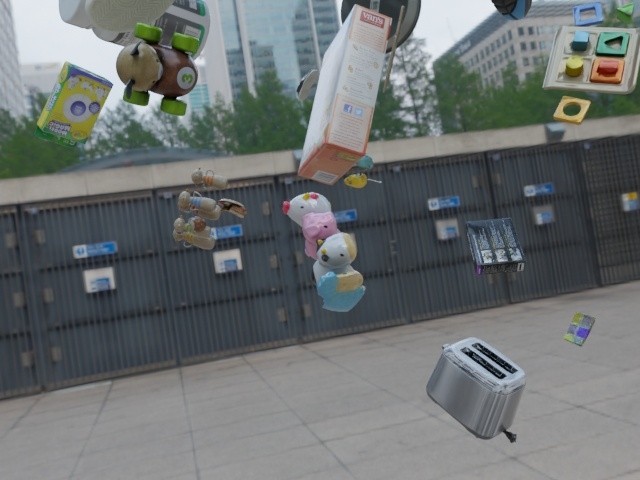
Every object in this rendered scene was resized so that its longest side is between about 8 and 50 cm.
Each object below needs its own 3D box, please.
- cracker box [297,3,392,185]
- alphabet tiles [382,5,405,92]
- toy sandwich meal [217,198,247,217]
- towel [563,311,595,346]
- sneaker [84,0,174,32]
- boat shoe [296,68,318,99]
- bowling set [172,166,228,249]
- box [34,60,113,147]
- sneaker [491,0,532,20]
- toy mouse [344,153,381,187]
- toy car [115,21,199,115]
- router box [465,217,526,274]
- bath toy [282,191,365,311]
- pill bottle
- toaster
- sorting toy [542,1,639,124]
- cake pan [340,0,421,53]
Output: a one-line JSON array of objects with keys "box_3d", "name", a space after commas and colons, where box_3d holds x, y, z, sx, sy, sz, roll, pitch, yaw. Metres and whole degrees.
[{"box_3d": [0.036, -0.220, 0.934, 0.067, 0.232, 0.155, 15, -14, -14], "name": "cracker box"}, {"box_3d": [0.217, -0.568, 1.768, 0.009, 0.237, 0.198, 13, 23, 5], "name": "alphabet tiles"}, {"box_3d": [-0.244, -0.088, 1.656, 0.085, 0.029, 0.085, 14, -14, 3], "name": "toy sandwich meal"}, {"box_3d": [0.656, 0.223, 1.518, 0.009, 0.083, 0.060, 29, -2, -30], "name": "towel"}, {"box_3d": [-0.364, -0.593, 1.293, 0.350, 0.148, 0.131, -34, -34, 5], "name": "sneaker"}, {"box_3d": [-0.045, -0.517, 1.959, 0.046, 0.038, 0.125, -10, -29, -30], "name": "boat shoe"}, {"box_3d": [-0.428, -0.098, 2.000, 0.154, 0.287, 0.200, 15, 10, 5], "name": "bowling set"}, {"box_3d": [-0.544, -0.289, 1.316, 0.043, 0.179, 0.105, 41, 16, 35], "name": "box"}, {"box_3d": [0.490, -0.742, 1.524, 0.139, 0.341, 0.125, -28, 19, -28], "name": "sneaker"}, {"box_3d": [0.083, -0.195, 1.598, 0.161, 0.031, 0.143, -4, -45, 3], "name": "toy mouse"}, {"box_3d": [-0.318, -0.320, 1.120, 0.149, 0.155, 0.188, 14, 15, -3], "name": "toy car"}, {"box_3d": [0.495, 0.014, 1.706, 0.133, 0.179, 0.046, -4, -45, 4], "name": "router box"}, {"box_3d": [0.000, 0.000, 1.395, 0.129, 0.348, 0.151, 16, -58, -31], "name": "bath toy"}, {"box_3d": [-0.504, -0.628, 1.643, 0.361, 0.204, 0.204, 6, -11, -43], "name": "pill bottle"}, {"box_3d": [0.342, 0.316, 1.291, 0.129, 0.146, 0.227, -11, 34, -36], "name": "toaster"}, {"box_3d": [0.624, -0.422, 1.369, 0.196, 0.348, 0.047, 9, -20, 27], "name": "sorting toy"}, {"box_3d": [0.185, -0.757, 1.949, 0.293, 0.293, 0.054, -10, -2, 35], "name": "cake pan"}]
